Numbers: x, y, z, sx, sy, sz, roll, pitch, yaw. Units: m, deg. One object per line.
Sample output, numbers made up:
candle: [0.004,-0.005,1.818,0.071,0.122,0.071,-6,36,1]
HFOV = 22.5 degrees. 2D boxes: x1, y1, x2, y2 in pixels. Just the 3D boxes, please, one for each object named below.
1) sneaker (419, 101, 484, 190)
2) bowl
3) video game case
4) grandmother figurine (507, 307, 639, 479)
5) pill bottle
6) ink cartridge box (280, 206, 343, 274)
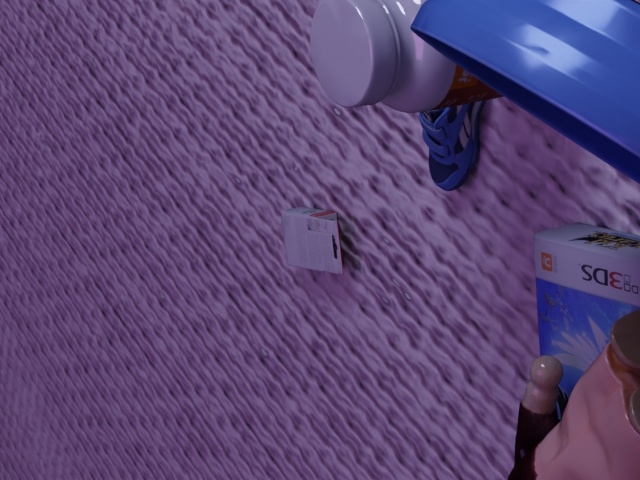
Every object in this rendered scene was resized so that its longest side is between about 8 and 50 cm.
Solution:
sneaker: [0.114,-0.110,1.487,0.053,0.059,0.144,39,134,43]
bowl: [0.240,-0.063,1.022,0.391,0.391,0.077,38,99,47]
video game case: [0.277,0.136,1.314,0.244,0.061,0.269,17,116,57]
grandmother figurine: [0.207,0.199,1.309,0.342,0.104,0.207,119,156,-53]
pill bottle: [0.106,-0.170,1.323,0.121,0.216,0.121,30,127,51]
ink cartridge box: [0.000,0.000,1.750,0.115,0.029,0.062,10,109,56]
